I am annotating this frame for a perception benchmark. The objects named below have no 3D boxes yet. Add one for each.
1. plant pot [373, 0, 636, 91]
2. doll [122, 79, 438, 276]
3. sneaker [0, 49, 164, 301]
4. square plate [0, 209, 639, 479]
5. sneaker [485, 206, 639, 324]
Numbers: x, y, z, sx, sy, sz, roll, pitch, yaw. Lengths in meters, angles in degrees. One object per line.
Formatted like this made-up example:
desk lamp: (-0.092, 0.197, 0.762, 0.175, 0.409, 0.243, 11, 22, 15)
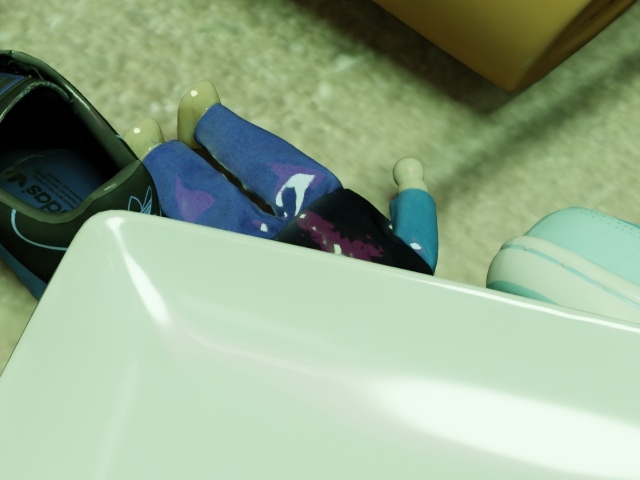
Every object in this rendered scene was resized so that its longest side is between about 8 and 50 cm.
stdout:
plant pot: (0.102, -0.213, 0.614, 0.291, 0.291, 0.203, -38, 83, -31)
doll: (0.000, 0.000, 0.563, 0.189, 0.046, 0.129, 40, 58, 20)
sneaker: (-0.159, -0.057, 0.551, 0.232, 0.090, 0.081, 33, 56, 15)
square plate: (0.047, 0.149, 0.317, 0.347, 0.049, 0.344, 13, 44, 6)
sneaker: (0.240, 0.019, 0.506, 0.319, 0.127, 0.208, 27, 77, 0)
